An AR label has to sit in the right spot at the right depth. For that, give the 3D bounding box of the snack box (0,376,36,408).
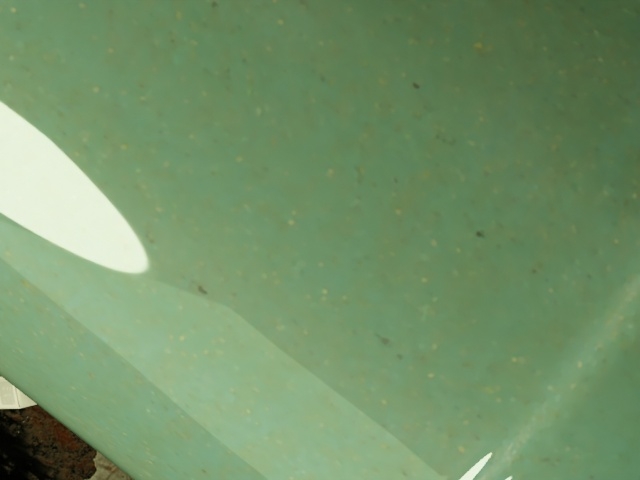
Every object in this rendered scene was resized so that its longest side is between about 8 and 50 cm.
[{"bbox_3d":[-0.123,0.075,0.891,0.178,0.022,0.064,-11,-179,-41],"label":"snack box"}]

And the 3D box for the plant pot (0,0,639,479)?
[{"bbox_3d":[-0.001,-0.044,0.524,0.334,0.341,0.341,35,166,-8],"label":"plant pot"}]
